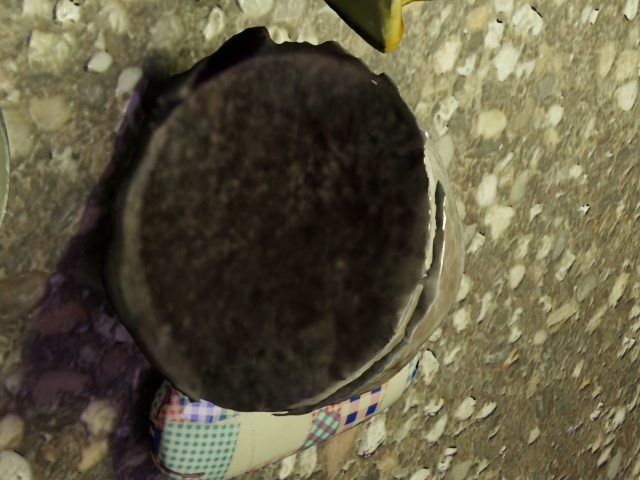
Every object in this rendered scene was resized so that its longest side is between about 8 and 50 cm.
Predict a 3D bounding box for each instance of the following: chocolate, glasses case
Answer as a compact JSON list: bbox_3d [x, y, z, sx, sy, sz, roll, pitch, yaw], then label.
[{"bbox_3d":[0.000,0.000,1.047,0.213,0.303,0.303,18,98,-63],"label":"chocolate"},{"bbox_3d":[-0.024,0.141,1.233,0.327,0.076,0.125,-17,120,-37],"label":"glasses case"}]

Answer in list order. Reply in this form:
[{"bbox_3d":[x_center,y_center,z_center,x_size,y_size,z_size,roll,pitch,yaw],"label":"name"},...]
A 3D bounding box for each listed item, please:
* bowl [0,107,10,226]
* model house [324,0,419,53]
[{"bbox_3d":[-0.332,-0.044,0.806,0.237,0.126,0.238,-21,124,-35],"label":"bowl"},{"bbox_3d":[0.080,-0.324,1.019,0.239,0.173,0.268,-23,128,-33],"label":"model house"}]
